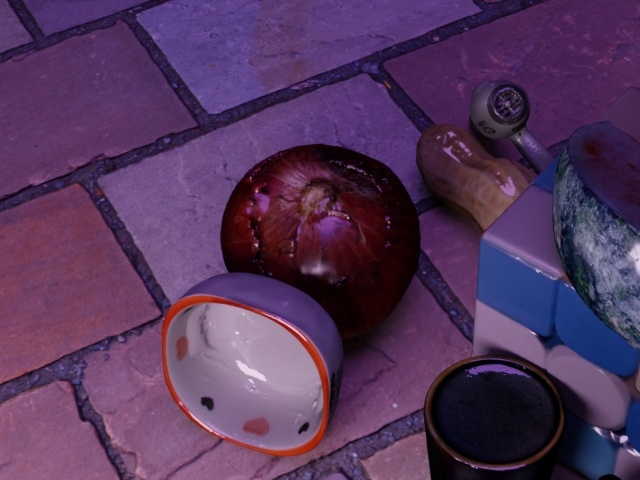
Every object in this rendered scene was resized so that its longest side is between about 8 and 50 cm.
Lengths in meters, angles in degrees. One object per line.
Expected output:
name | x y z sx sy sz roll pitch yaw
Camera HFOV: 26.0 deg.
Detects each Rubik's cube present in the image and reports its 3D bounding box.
Rubik's cube | 0.418 0.084 1.715 0.346 0.347 0.344 29 56 27

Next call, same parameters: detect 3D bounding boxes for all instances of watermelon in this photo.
watermelon | 0.355 0.002 1.501 0.226 0.148 0.318 8 32 -13

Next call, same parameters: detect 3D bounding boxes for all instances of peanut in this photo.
peanut | 0.237 -0.079 2.021 0.111 0.125 0.274 -30 53 -28

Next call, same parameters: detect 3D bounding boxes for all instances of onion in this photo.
onion | 0.000 0.000 1.888 0.276 0.276 0.276 -2 47 2

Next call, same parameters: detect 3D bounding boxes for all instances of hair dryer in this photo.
hair dryer | 0.303 -0.136 2.099 0.092 0.267 0.229 -38 19 -3

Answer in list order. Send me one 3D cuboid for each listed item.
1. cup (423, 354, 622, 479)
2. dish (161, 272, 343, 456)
cup | 0.227 0.279 1.659 0.166 0.177 0.239 -28 52 -22
dish | -0.074 0.144 1.773 0.256 0.256 0.117 16 38 17
